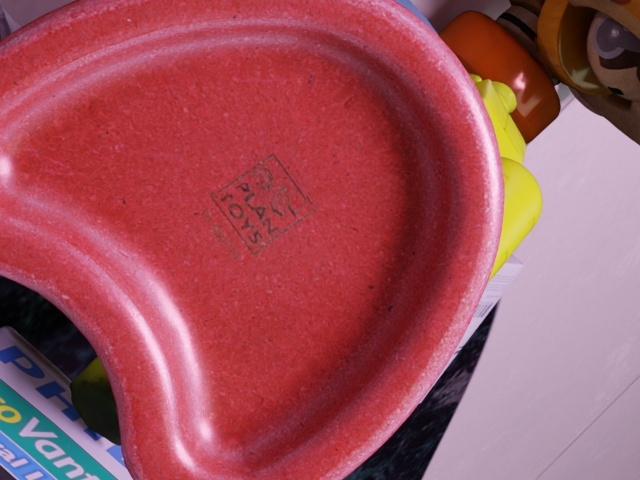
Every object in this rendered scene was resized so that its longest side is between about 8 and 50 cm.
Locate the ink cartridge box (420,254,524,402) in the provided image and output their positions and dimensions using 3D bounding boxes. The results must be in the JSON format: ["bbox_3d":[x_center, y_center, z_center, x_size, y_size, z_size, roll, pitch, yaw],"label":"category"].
[{"bbox_3d":[0.067,0.051,1.052,0.135,0.056,0.099,-55,151,18],"label":"ink cartridge box"}]

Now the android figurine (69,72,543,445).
[{"bbox_3d":[0.000,0.000,0.747,0.273,0.248,0.056,-46,114,-36],"label":"android figurine"}]

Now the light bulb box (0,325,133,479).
[{"bbox_3d":[-0.228,0.264,0.630,0.358,0.225,0.361,-51,174,16],"label":"light bulb box"}]

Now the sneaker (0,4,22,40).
[{"bbox_3d":[-0.206,-0.024,0.504,0.252,0.103,0.111,-44,173,-19],"label":"sneaker"}]

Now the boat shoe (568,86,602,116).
[{"bbox_3d":[0.212,-0.156,0.966,0.060,0.064,0.178,-35,158,-28],"label":"boat shoe"}]

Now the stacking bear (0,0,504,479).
[{"bbox_3d":[-0.027,-0.040,0.594,0.164,0.175,0.289,-35,-167,6],"label":"stacking bear"}]

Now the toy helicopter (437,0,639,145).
[{"bbox_3d":[0.153,-0.135,0.721,0.140,0.235,0.355,-42,149,-5],"label":"toy helicopter"}]
